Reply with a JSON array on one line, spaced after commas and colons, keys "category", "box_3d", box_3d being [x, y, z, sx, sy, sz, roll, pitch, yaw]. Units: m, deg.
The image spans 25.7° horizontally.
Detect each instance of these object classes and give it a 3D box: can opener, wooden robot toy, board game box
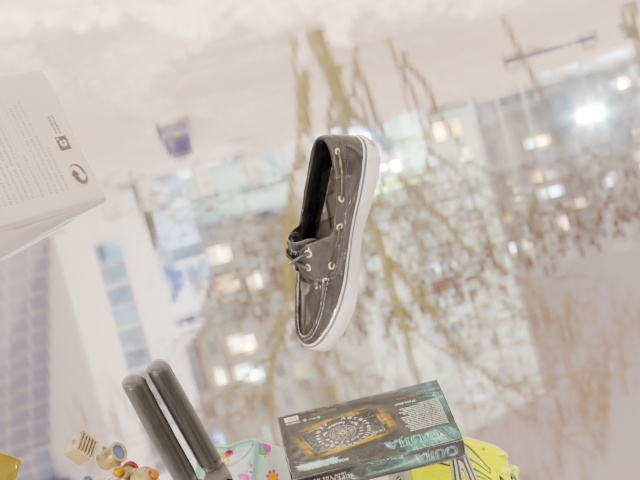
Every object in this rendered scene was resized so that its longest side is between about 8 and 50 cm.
[{"category": "can opener", "box_3d": [-0.176, 0.287, 1.871, 0.076, 0.283, 0.095, -29, -168, -12]}, {"category": "wooden robot toy", "box_3d": [-0.230, 0.291, 1.735, 0.079, 0.173, 0.076, -34, -169, 32]}, {"category": "board game box", "box_3d": [0.053, 0.212, 1.519, 0.186, 0.026, 0.126, -13, -153, -3]}]

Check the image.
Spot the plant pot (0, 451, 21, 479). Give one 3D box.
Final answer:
[{"category": "plant pot", "box_3d": [-0.470, 0.332, 1.912, 0.081, 0.083, 0.081, -13, 149, 37]}]

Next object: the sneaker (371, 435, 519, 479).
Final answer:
[{"category": "sneaker", "box_3d": [0.179, 0.309, 1.577, 0.147, 0.384, 0.145, -43, 144, -6]}]

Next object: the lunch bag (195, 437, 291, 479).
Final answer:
[{"category": "lunch bag", "box_3d": [-0.083, 0.453, 2.129, 0.160, 0.262, 0.223, -14, 154, 41]}]

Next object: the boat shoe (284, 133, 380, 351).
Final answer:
[{"category": "boat shoe", "box_3d": [0.000, 0.000, 1.436, 0.076, 0.228, 0.080, 9, -170, -36]}]

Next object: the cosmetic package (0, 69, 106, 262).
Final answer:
[{"category": "cosmetic package", "box_3d": [-0.440, -0.024, 1.324, 0.230, 0.161, 0.453, -28, 178, 28]}]
